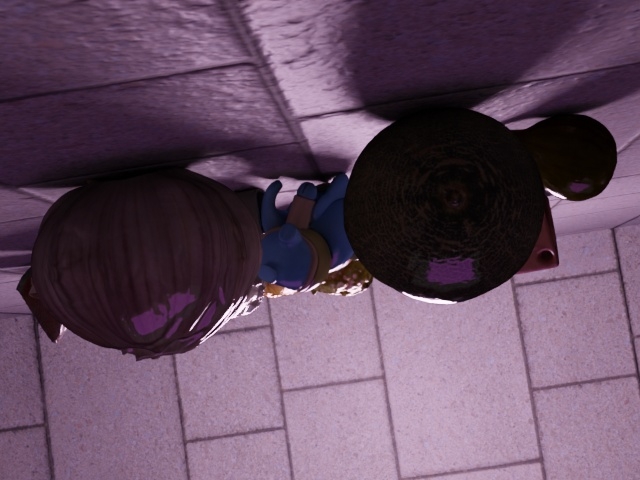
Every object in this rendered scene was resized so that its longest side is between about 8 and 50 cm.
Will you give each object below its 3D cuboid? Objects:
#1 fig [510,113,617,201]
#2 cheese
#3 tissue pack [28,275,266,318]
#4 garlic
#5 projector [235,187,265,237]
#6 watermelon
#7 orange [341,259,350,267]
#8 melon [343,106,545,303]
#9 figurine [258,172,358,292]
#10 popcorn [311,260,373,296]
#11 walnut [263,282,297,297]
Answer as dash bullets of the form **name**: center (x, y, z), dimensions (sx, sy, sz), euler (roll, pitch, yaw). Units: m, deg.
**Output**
- **fig**: center (0.299, -0.131, 1.388), dimensions (0.237, 0.124, 0.124), euler (16, -177, 20)
- **cheese**: center (0.472, -0.050, 2.294), dimensions (0.128, 0.202, 0.177), euler (-14, -157, 18)
- **tissue pack**: center (-0.338, 0.084, 2.021), dimensions (0.376, 0.195, 0.390), euler (-7, 175, 28)
- **garlic**: center (-0.239, 0.034, 1.354), dimensions (0.318, 0.259, 0.317), euler (-10, 170, -2)
- **projector**: center (-0.130, -0.038, 1.641), dimensions (0.082, 0.083, 0.083), euler (-10, 175, 12)
- **watermelon**: center (-0.600, 0.110, 2.168), dimensions (0.208, 0.202, 0.136), euler (-12, 134, 17)
- **orange**: center (0.000, 0.000, 2.004), dimensions (0.156, 0.124, 0.156), euler (-14, 157, -6)
- **melon**: center (0.152, -0.043, 1.237), dimensions (0.249, 0.248, 0.329), euler (-8, -179, 0)
- **figurine**: center (-0.013, -0.014, 1.586), dimensions (0.154, 0.179, 0.262), euler (-4, -175, 26)
- **popcorn**: center (0.038, 0.037, 2.172), dimensions (0.167, 0.185, 0.187), euler (12, 177, -17)
- **walnut**: center (-0.098, 0.060, 2.324), dimensions (0.159, 0.159, 0.207), euler (-11, 179, 26)
